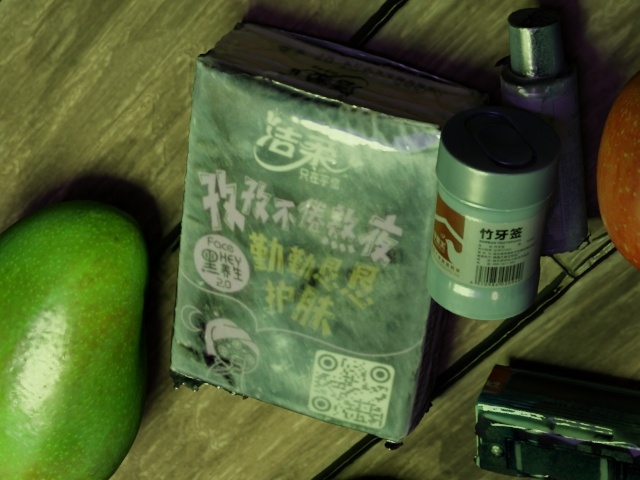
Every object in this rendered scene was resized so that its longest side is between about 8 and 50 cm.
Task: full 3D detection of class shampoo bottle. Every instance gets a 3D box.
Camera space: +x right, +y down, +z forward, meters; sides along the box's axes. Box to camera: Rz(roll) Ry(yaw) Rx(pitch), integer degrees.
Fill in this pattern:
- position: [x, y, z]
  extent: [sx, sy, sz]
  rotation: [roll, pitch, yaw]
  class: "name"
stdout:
- position: [0.190, -0.093, 1.543]
  extent: [0.072, 0.072, 0.214]
  rotation: [5, 121, 23]
  class: "shampoo bottle"

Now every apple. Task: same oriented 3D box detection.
- position: [0.312, -0.053, 1.441]
  extent: [0.181, 0.181, 0.168]
  rotation: [13, 124, 18]
  class: "apple"

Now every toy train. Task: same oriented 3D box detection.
- position: [0.343, 0.194, 1.636]
  extent: [0.409, 0.089, 0.086]
  rotation: [9, 128, 20]
  class: "toy train"

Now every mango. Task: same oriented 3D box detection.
- position: [-0.274, 0.124, 1.823]
  extent: [0.225, 0.201, 0.382]
  rotation: [41, 121, 25]
  class: "mango"

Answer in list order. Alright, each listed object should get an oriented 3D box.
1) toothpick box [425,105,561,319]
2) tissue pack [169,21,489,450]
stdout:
- position: [0.142, -0.022, 1.507]
  extent: [0.101, 0.101, 0.153]
  rotation: [16, 129, 16]
  class: "toothpick box"
- position: [0.000, 0.000, 1.664]
  extent: [0.259, 0.122, 0.361]
  rotation: [16, 123, 14]
  class: "tissue pack"
